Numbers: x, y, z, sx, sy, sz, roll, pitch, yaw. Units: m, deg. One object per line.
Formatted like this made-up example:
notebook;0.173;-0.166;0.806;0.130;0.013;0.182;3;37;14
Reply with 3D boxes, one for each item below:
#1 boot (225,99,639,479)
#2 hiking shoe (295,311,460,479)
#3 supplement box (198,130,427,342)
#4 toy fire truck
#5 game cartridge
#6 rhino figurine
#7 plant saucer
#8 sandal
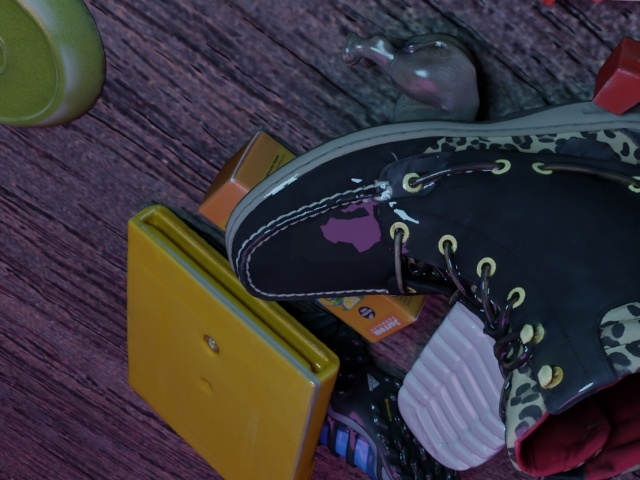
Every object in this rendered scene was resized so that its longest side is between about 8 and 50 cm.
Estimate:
boot;0.122;0.040;0.808;0.378;0.284;0.138;-10;134;-2
hiking shoe;0.043;0.204;1.253;0.304;0.113;0.132;51;143;-14
supplement box;0.000;0.000;1.069;0.233;0.080;0.078;36;140;-15
toy fire truck;0.223;-0.192;0.782;0.135;0.047;0.192;29;138;-5
game cartridge;-0.112;0.151;1.226;0.285;0.053;0.323;40;145;22
rhino figurine;0.092;-0.082;0.943;0.106;0.073;0.243;9;138;22
plant saucer;-0.327;-0.197;1.057;0.241;0.037;0.241;13;137;13
sandal;0.202;0.101;1.058;0.169;0.102;0.416;53;145;5
